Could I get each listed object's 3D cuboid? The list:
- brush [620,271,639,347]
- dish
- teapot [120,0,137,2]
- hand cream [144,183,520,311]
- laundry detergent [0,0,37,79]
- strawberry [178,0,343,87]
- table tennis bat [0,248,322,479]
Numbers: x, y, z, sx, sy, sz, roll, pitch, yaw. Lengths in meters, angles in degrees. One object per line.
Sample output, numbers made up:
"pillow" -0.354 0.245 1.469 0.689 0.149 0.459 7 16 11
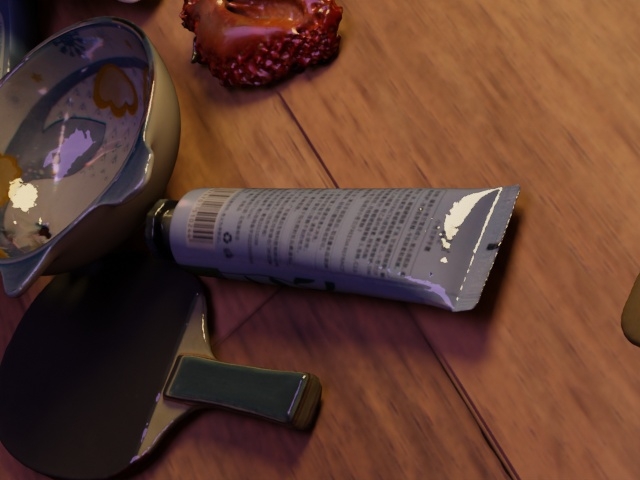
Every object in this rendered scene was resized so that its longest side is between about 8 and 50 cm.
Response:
"brush" 0.254 -0.010 1.015 0.123 0.059 0.197 23 82 42
"dish" -0.176 -0.043 1.368 0.228 0.086 0.236 -43 39 10
"teapot" -0.212 -0.256 1.504 0.145 0.092 0.226 -32 41 -32
"hand cream" 0.000 0.000 1.228 0.271 0.058 0.091 3 56 37
"laundry detergent" -0.266 -0.156 1.531 0.096 0.061 0.206 -19 54 34
"strawberry" -0.047 -0.160 1.362 0.152 0.048 0.104 5 73 45
"table tennis bat" -0.116 0.087 1.292 0.301 0.022 0.173 5 69 43
